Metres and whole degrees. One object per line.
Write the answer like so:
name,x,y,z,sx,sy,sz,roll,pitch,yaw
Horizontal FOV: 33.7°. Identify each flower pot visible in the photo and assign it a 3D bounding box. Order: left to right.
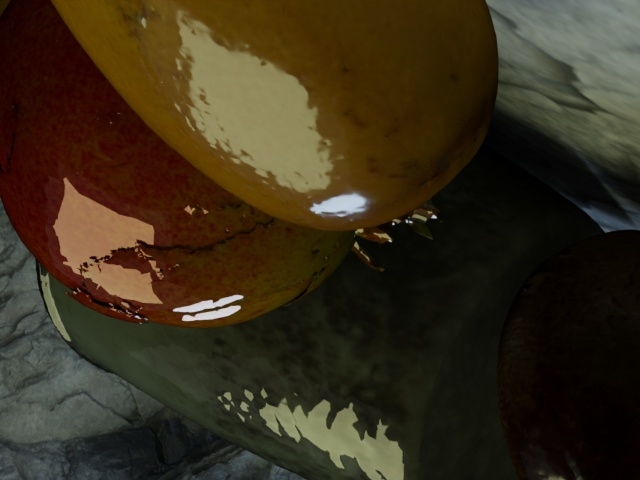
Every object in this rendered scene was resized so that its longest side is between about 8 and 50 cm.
flower pot,0.010,0.025,0.737,0.330,0.293,0.293,25,175,40

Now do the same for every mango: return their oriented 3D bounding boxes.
mango,-0.030,-0.097,0.360,0.219,0.112,0.145,48,154,-16

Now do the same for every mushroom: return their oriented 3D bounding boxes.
mushroom,0.205,0.099,0.571,0.231,0.138,0.194,31,-135,-24

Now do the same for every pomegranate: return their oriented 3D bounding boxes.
pomegranate,-0.052,-0.057,0.530,0.235,0.210,0.210,8,176,9

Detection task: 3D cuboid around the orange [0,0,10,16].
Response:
orange,-0.249,-0.204,1.107,0.179,0.158,0.237,26,174,24
